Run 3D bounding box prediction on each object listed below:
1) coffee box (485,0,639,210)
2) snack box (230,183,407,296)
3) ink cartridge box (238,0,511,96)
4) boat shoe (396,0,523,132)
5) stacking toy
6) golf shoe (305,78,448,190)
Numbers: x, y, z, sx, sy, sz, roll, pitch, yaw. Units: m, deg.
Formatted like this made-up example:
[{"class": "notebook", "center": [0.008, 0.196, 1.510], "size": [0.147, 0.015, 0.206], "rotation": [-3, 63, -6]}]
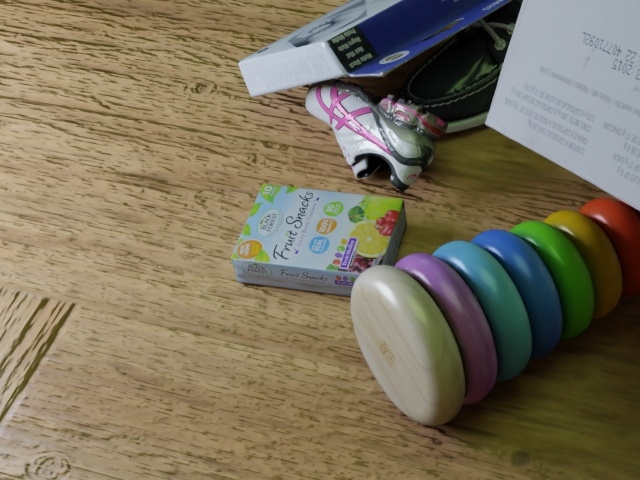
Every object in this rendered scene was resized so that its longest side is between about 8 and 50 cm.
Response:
[{"class": "coffee box", "center": [0.385, -0.173, 1.048], "size": [0.334, 0.338, 0.337], "rotation": [9, 17, -26]}, {"class": "snack box", "center": [0.000, 0.000, 1.298], "size": [0.141, 0.037, 0.100], "rotation": [7, 48, 17]}, {"class": "ink cartridge box", "center": [0.062, -0.216, 1.391], "size": [0.223, 0.045, 0.224], "rotation": [-33, 18, -31]}, {"class": "boat shoe", "center": [0.198, -0.213, 1.423], "size": [0.302, 0.091, 0.114], "rotation": [-34, 50, -20]}, {"class": "stacking toy", "center": [0.195, 0.027, 1.182], "size": [0.330, 0.141, 0.141], "rotation": [-25, 48, -20]}, {"class": "golf shoe", "center": [0.038, -0.107, 1.370], "size": [0.186, 0.067, 0.086], "rotation": [27, 92, 50]}]
